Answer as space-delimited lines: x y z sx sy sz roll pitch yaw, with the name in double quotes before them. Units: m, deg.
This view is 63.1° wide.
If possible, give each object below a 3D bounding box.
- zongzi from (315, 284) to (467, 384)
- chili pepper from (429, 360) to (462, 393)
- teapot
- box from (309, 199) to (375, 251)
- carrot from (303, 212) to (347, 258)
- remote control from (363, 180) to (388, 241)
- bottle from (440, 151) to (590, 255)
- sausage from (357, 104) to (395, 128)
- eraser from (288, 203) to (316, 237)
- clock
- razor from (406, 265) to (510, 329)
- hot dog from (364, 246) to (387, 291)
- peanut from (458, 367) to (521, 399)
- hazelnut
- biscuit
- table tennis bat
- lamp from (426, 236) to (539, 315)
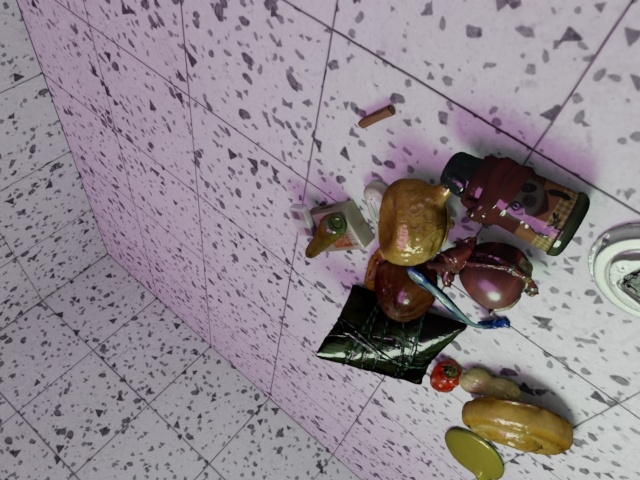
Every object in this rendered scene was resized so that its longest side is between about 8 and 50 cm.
"zongzi" 0.237 0.274 1.550 0.384 0.319 0.362 31 136 -5
"chili pepper" 0.393 0.417 1.617 0.192 0.086 0.084 87 162 -59
"teapot" 0.233 -0.035 1.234 0.167 0.203 0.311 3 145 -10
"box" 0.049 -0.039 1.542 0.201 0.058 0.141 -5 122 52
"carrot" 0.000 0.000 1.527 0.078 0.078 0.298 46 151 2
"remote control" 0.169 -0.058 1.390 0.078 0.042 0.221 13 135 41
"bottle" 0.363 -0.079 1.019 0.271 0.156 0.143 30 139 18
"sausage" 0.127 -0.283 1.202 0.116 0.026 0.026 -12 116 56
"eraser" -0.052 -0.059 1.560 0.065 0.026 0.105 9 131 43
"clock" 0.623 0.076 0.982 0.236 0.053 0.236 31 147 23
"razor" 0.335 0.159 1.316 0.324 0.056 0.093 33 153 -21
"hot dog" 0.166 0.088 1.557 0.066 0.047 0.215 40 148 16
"peanut" 0.490 0.422 1.516 0.187 0.082 0.082 15 137 41
"hazelnut" 0.227 0.129 1.412 0.178 0.178 0.204 48 149 -3
"biscuit" 0.546 0.527 1.463 0.297 0.102 0.296 16 153 8
"table tennis bat" 0.576 0.820 1.895 0.224 0.054 0.368 2 123 48
"lamp" 0.377 0.067 1.185 0.223 0.151 0.215 46 164 14
